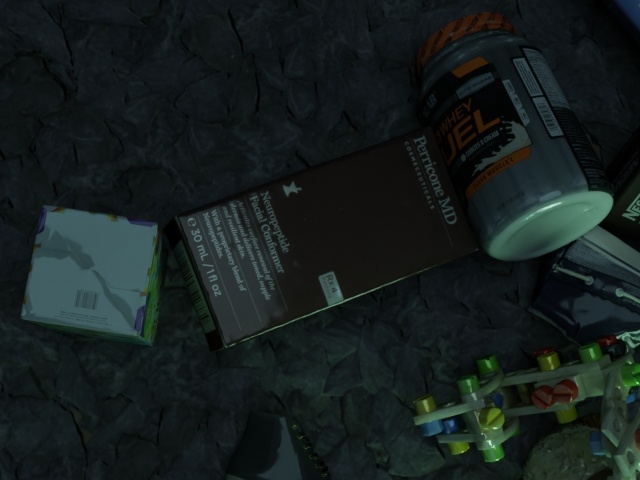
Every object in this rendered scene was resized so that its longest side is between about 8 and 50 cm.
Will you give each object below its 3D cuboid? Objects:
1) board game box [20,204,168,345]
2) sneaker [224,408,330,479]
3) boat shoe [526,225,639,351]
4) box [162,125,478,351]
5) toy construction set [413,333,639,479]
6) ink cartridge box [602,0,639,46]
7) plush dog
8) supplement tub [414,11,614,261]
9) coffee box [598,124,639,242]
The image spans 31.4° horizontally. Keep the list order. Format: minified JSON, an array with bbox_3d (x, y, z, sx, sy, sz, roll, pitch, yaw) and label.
[{"bbox_3d":[-0.283,0.053,1.482,0.144,0.275,0.142,9,81,-4],"label":"board game box"},{"bbox_3d":[-0.011,0.312,1.569,0.222,0.083,0.118,17,81,-2],"label":"sneaker"},{"bbox_3d":[0.458,0.116,1.628,0.340,0.127,0.158,31,85,9],"label":"boat shoe"},{"bbox_3d":[0.000,0.000,1.561,0.381,0.143,0.191,-21,88,-17],"label":"box"},{"bbox_3d":[0.306,0.217,1.519,0.215,0.327,0.151,-20,106,-47],"label":"toy construction set"},{"bbox_3d":[0.562,-0.381,1.648,0.270,0.151,0.395,-39,85,12],"label":"ink cartridge box"},{"bbox_3d":[0.376,0.358,1.563,0.262,0.211,0.225,-40,61,-11],"label":"plush dog"},{"bbox_3d":[0.257,-0.147,1.579,0.193,0.193,0.316,-19,66,-7],"label":"supplement tub"},{"bbox_3d":[0.564,-0.053,1.609,0.297,0.168,0.119,22,48,-4],"label":"coffee box"}]
